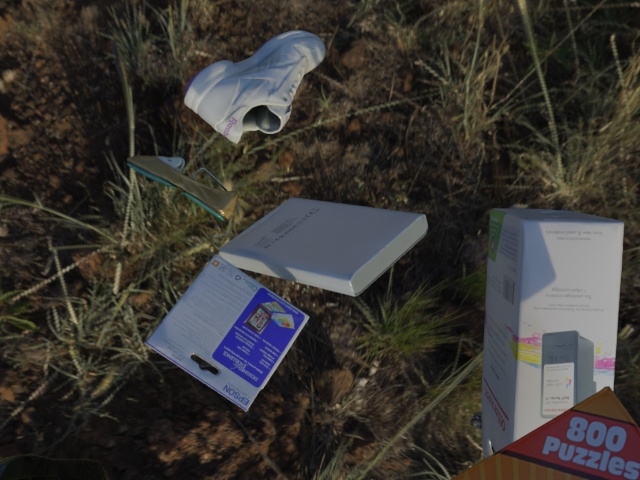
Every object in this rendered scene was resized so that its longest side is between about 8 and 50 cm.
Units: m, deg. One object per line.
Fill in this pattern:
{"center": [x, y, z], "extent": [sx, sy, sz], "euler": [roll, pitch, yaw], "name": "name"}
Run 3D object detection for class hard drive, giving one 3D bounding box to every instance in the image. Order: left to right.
{"center": [0.000, 0.000, 1.337], "extent": [0.353, 0.047, 0.233], "euler": [10, 37, 43], "name": "hard drive"}

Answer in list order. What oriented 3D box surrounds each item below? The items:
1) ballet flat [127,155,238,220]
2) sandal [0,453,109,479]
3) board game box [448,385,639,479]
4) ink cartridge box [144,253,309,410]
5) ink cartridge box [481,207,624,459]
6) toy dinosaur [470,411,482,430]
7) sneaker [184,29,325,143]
{"center": [-0.270, -0.124, 1.369], "extent": [0.232, 0.080, 0.073], "euler": [30, 85, -10], "name": "ballet flat"}
{"center": [-0.396, 0.379, 1.001], "extent": [0.086, 0.302, 0.120], "euler": [-18, 56, 11], "name": "sandal"}
{"center": [0.165, 0.387, 0.418], "extent": [0.357, 0.356, 0.356], "euler": [-35, 41, 10], "name": "board game box"}
{"center": [-0.159, 0.158, 1.177], "extent": [0.206, 0.045, 0.208], "euler": [34, 58, 2], "name": "ink cartridge box"}
{"center": [0.284, 0.141, 0.872], "extent": [0.119, 0.207, 0.353], "euler": [1, 97, 3], "name": "ink cartridge box"}
{"center": [0.355, 0.236, 1.116], "extent": [0.064, 0.268, 0.118], "euler": [30, 45, -14], "name": "toy dinosaur"}
{"center": [-0.085, -0.259, 1.182], "extent": [0.152, 0.114, 0.305], "euler": [47, 55, 9], "name": "sneaker"}
